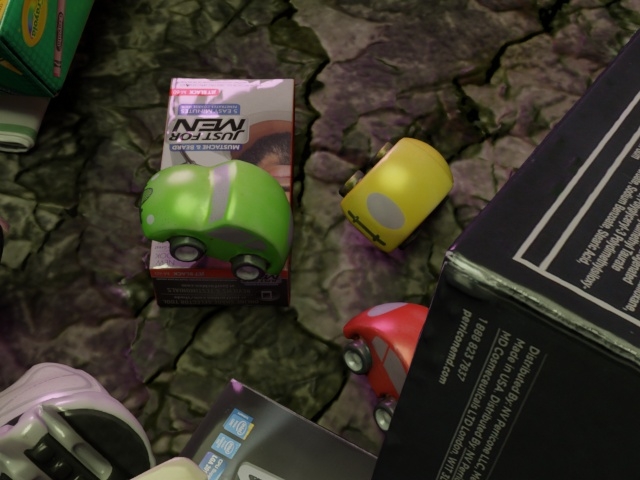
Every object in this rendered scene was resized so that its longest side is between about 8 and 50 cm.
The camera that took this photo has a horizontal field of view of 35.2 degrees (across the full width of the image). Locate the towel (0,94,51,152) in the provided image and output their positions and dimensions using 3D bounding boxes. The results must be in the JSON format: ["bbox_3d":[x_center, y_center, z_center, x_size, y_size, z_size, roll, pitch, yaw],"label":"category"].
[{"bbox_3d":[-0.261,-0.134,0.798,0.113,0.023,0.152,7,54,2],"label":"towel"}]

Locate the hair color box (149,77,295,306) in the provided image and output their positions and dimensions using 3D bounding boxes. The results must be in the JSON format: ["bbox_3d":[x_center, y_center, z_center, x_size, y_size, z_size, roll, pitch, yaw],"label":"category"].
[{"bbox_3d":[-0.065,-0.037,0.711,0.093,0.053,0.167,0,58,-1],"label":"hair color box"}]

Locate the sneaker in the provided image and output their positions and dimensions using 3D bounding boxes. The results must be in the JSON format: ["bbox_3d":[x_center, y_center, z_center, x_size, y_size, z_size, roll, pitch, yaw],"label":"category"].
[{"bbox_3d":[-0.227,0.176,0.552,0.292,0.110,0.118,-36,31,-11],"label":"sneaker"}]

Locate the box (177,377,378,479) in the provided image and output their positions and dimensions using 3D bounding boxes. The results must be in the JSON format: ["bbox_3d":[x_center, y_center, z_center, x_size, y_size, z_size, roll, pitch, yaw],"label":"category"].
[{"bbox_3d":[-0.023,0.257,0.500,0.242,0.076,0.307,26,60,16],"label":"box"}]

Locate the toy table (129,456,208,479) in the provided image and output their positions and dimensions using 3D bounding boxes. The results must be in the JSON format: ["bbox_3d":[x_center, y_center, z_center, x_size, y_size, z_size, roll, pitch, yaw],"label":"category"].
[{"bbox_3d":[-0.123,0.205,0.363,0.274,0.252,0.161,-22,75,-27],"label":"toy table"}]

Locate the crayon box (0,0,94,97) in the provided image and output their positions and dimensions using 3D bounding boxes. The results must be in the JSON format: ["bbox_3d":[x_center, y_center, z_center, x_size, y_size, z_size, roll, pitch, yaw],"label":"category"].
[{"bbox_3d":[-0.240,-0.249,0.759,0.165,0.081,0.278,7,68,21],"label":"crayon box"}]

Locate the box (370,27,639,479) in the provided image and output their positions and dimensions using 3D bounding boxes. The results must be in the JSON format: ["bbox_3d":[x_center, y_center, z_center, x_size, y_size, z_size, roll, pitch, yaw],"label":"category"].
[{"bbox_3d":[0.230,0.066,0.523,0.294,0.183,0.296,28,42,18],"label":"box"}]

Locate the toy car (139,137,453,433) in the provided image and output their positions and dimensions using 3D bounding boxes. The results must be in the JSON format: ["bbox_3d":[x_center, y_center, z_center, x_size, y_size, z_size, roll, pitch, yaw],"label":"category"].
[{"bbox_3d":[0.000,0.000,0.633,0.225,0.053,0.239,17,53,-21],"label":"toy car"}]

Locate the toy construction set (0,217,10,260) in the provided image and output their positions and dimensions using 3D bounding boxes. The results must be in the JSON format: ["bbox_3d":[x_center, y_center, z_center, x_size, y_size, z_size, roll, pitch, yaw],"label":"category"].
[{"bbox_3d":[-0.312,0.069,0.558,0.257,0.237,0.309,11,16,-43],"label":"toy construction set"}]
